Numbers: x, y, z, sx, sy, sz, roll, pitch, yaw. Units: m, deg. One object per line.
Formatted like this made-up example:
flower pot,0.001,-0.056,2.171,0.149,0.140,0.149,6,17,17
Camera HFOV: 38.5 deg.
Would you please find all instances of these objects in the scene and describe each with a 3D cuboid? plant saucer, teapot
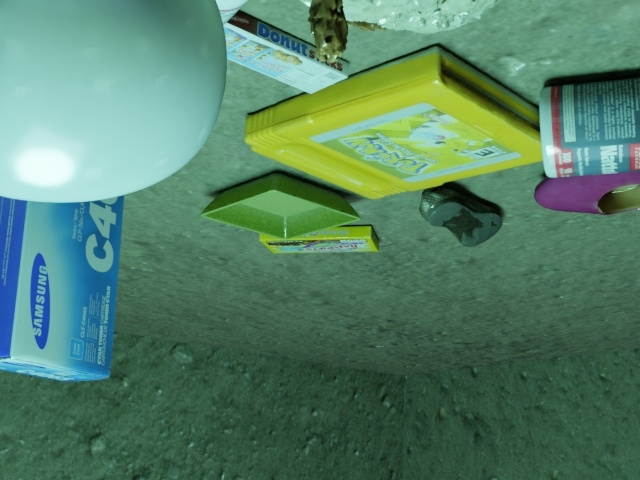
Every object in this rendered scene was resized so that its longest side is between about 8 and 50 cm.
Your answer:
plant saucer,-0.064,-0.057,1.466,0.188,0.045,0.188,16,158,-41
teapot,-0.176,-0.157,0.603,0.252,0.256,0.187,-12,136,-27

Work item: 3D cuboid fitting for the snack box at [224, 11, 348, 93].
snack box,-0.055,-0.204,0.993,0.178,0.022,0.064,16,160,-40

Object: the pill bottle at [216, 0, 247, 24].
pill bottle,-0.105,-0.229,0.795,0.087,0.087,0.160,11,161,-28

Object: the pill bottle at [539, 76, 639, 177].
pill bottle,0.346,-0.131,1.045,0.180,0.108,0.108,-4,163,18

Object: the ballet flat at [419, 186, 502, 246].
ballet flat,0.223,-0.043,1.476,0.084,0.058,0.250,-45,150,18

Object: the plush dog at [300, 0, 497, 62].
plush dog,0.062,-0.214,0.646,0.262,0.211,0.225,-12,171,38

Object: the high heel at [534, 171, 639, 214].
high heel,0.466,-0.035,1.226,0.377,0.181,0.127,-11,160,38

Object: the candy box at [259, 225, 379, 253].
candy box,0.000,0.000,1.690,0.206,0.027,0.105,-1,167,12

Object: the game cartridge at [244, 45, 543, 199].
game cartridge,0.102,-0.132,1.176,0.323,0.053,0.285,-14,157,41

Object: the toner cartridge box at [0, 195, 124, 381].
toner cartridge box,-0.315,-0.017,1.088,0.075,0.348,0.165,-8,162,26
